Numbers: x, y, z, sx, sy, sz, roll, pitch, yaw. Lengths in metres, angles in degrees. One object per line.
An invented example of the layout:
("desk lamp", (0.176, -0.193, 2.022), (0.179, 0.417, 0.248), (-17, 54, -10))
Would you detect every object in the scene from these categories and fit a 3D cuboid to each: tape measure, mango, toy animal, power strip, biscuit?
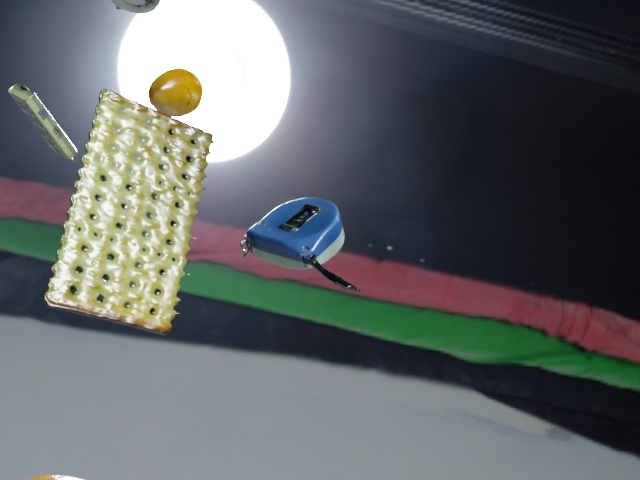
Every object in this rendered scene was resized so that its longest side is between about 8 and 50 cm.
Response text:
("tape measure", (0.000, 0.000, 1.736), (0.351, 0.215, 0.098), (18, -44, 36))
("mango", (-0.398, -0.401, 1.993), (0.112, 0.219, 0.145), (44, -76, 3))
("toy animal", (-0.414, -0.578, 1.649), (0.166, 0.138, 0.179), (33, -18, -20))
("power strip", (-0.708, -0.294, 1.894), (0.092, 0.034, 0.268), (27, -24, 31))
("biscuit", (-0.187, -0.028, 0.746), (0.139, 0.231, 0.016), (21, -23, -34))

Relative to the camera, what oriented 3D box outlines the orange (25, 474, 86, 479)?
("orange", (-0.565, 0.670, 1.480), (0.424, 0.326, 0.424), (-10, -60, -18))
